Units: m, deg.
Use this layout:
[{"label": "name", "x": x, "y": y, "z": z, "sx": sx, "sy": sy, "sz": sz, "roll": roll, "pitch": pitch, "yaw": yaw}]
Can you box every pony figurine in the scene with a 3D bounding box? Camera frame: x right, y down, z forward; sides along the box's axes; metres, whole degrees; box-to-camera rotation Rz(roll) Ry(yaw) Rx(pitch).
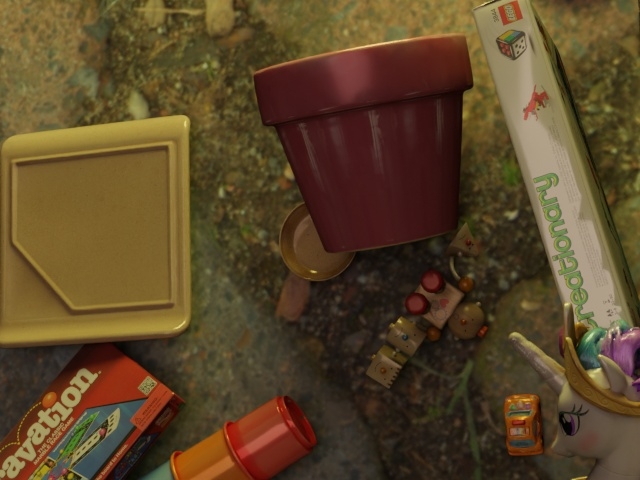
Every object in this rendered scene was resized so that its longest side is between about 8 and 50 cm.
[{"label": "pony figurine", "x": 0.284, "y": 0.253, "z": 1.041, "sx": 0.351, "sy": 0.303, "sz": 0.363, "roll": 15, "pitch": 107, "yaw": 22}]

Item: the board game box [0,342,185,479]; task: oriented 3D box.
[{"label": "board game box", "x": -0.270, "y": 0.233, "z": 1.359, "sx": 0.145, "sy": 0.027, "sz": 0.281, "roll": 30, "pitch": 77, "yaw": 42}]

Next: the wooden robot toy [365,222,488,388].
[{"label": "wooden robot toy", "x": 0.118, "y": 0.074, "z": 1.295, "sx": 0.079, "sy": 0.076, "sz": 0.173, "roll": 34, "pitch": 94, "yaw": 9}]

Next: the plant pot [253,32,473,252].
[{"label": "plant pot", "x": 0.050, "y": -0.088, "z": 1.283, "sx": 0.201, "sy": 0.201, "sz": 0.180, "roll": -8, "pitch": 94, "yaw": 17}]

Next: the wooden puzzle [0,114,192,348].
[{"label": "wooden puzzle", "x": -0.235, "y": -0.007, "z": 1.439, "sx": 0.221, "sy": 0.044, "sz": 0.239, "roll": -5, "pitch": 75, "yaw": 18}]

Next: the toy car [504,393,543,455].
[{"label": "toy car", "x": 0.221, "y": 0.179, "z": 1.258, "sx": 0.122, "sy": 0.040, "sz": 0.060, "roll": 13, "pitch": 86, "yaw": 20}]

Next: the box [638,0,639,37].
[{"label": "box", "x": 0.447, "y": -0.099, "z": 1.149, "sx": 0.343, "sy": 0.179, "sz": 0.313, "roll": -3, "pitch": 82, "yaw": 18}]

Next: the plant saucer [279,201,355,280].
[{"label": "plant saucer", "x": 0.000, "y": 0.000, "z": 1.370, "sx": 0.083, "sy": 0.015, "sz": 0.083, "roll": -3, "pitch": 81, "yaw": 18}]

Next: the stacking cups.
[{"label": "stacking cups", "x": -0.146, "y": 0.263, "z": 1.350, "sx": 0.316, "sy": 0.096, "sz": 0.096, "roll": -30, "pitch": 74, "yaw": 8}]

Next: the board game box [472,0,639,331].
[{"label": "board game box", "x": 0.217, "y": -0.048, "z": 1.211, "sx": 0.053, "sy": 0.193, "sz": 0.305, "roll": -19, "pitch": 76, "yaw": 15}]
